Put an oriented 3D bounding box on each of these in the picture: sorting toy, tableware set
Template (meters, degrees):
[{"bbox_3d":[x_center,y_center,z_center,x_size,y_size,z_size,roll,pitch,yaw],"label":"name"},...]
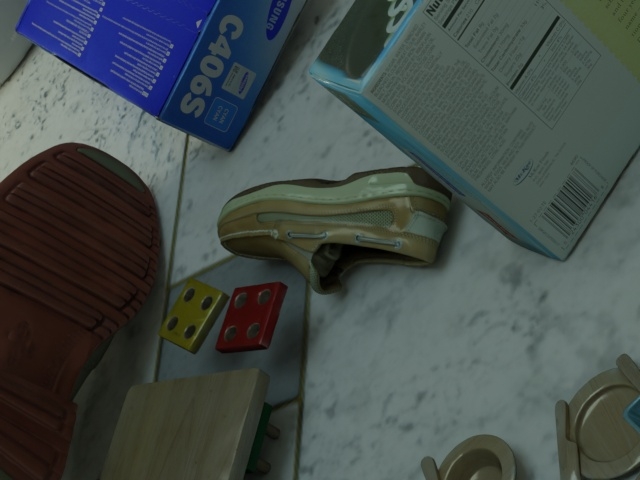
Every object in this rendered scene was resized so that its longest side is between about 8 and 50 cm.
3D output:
[{"bbox_3d":[-0.084,0.149,0.953,0.132,0.046,0.275,-13,53,43],"label":"sorting toy"},{"bbox_3d":[0.118,0.142,0.753,0.168,0.020,0.141,-36,39,24],"label":"tableware set"}]

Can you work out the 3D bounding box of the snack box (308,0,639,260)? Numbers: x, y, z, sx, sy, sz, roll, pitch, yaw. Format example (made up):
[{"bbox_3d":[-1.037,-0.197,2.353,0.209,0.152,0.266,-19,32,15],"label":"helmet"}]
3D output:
[{"bbox_3d":[0.154,-0.171,0.827,0.322,0.187,0.060,-56,36,-4],"label":"snack box"}]

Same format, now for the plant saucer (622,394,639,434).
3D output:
[{"bbox_3d":[0.233,0.038,0.700,0.192,0.018,0.067,-46,37,5],"label":"plant saucer"}]

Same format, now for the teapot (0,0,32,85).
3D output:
[{"bbox_3d":[-0.411,-0.268,1.547,0.252,0.187,0.256,-12,52,43],"label":"teapot"}]

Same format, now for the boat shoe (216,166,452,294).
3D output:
[{"bbox_3d":[0.000,0.000,0.970,0.190,0.068,0.072,-10,66,44],"label":"boat shoe"}]

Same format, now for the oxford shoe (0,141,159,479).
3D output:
[{"bbox_3d":[-0.231,0.077,1.081,0.146,0.140,0.397,-48,14,38],"label":"oxford shoe"}]

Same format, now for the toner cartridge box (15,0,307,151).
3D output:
[{"bbox_3d":[-0.144,-0.204,1.268,0.348,0.075,0.165,34,99,54],"label":"toner cartridge box"}]
